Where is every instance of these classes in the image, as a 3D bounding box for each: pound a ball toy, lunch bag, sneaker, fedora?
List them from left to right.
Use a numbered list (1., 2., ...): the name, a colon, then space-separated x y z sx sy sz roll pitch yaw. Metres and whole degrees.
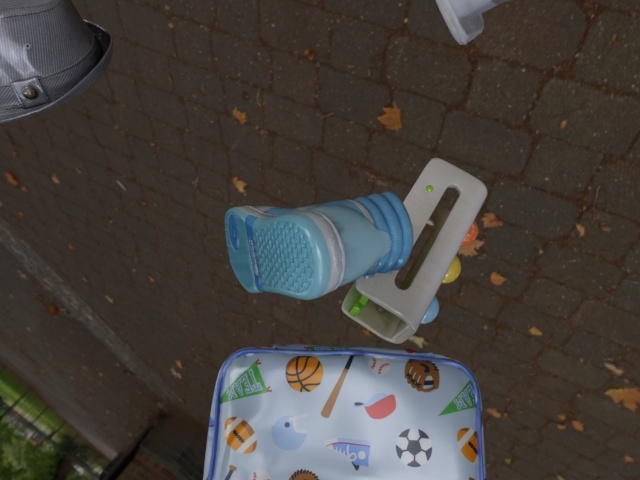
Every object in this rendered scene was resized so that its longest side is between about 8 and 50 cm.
1. fedora: -0.446 -0.282 0.669 0.276 0.243 0.124 -14 143 -5
2. sneaker: 0.000 0.000 0.669 0.319 0.208 0.127 13 112 58
3. lunch bag: 0.020 0.238 0.514 0.304 0.243 0.115 2 165 3
4. pound a ball toy: 0.168 0.019 0.805 0.136 0.319 0.208 32 155 7

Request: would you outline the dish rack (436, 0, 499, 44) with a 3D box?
1. dish rack: 0.082 -0.319 0.332 0.072 0.285 0.332 -18 107 29
